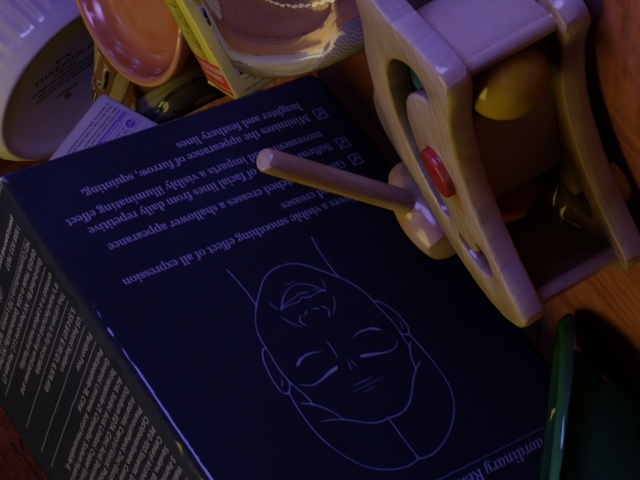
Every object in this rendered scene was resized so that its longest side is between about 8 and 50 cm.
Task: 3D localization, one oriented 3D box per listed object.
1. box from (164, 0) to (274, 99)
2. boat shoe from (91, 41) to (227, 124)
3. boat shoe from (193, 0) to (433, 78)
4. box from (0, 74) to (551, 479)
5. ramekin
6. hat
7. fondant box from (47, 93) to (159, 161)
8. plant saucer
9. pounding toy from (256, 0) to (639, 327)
[{"bbox_3d":[-0.110,-0.228,1.590,0.232,0.058,0.087,60,170,-25],"label":"box"},{"bbox_3d":[-0.167,-0.176,1.963,0.120,0.122,0.324,64,162,-6],"label":"boat shoe"},{"bbox_3d":[-0.035,-0.184,1.151,0.116,0.123,0.324,63,168,-27],"label":"boat shoe"},{"bbox_3d":[-0.037,0.113,1.471,0.395,0.293,0.212,53,144,24],"label":"box"},{"bbox_3d":[-0.297,-0.204,2.087,0.127,0.273,0.273,41,167,20],"label":"ramekin"},{"bbox_3d":[0.231,0.156,1.240,0.173,0.183,0.208,87,-169,-61],"label":"hat"},{"bbox_3d":[-0.132,0.046,1.789,0.330,0.238,0.096,30,162,21],"label":"fondant box"},{"bbox_3d":[-0.165,-0.236,1.751,0.200,0.037,0.200,38,140,41],"label":"plant saucer"},{"bbox_3d":[0.066,-0.030,1.017,0.154,0.155,0.269,57,173,25],"label":"pounding toy"}]
